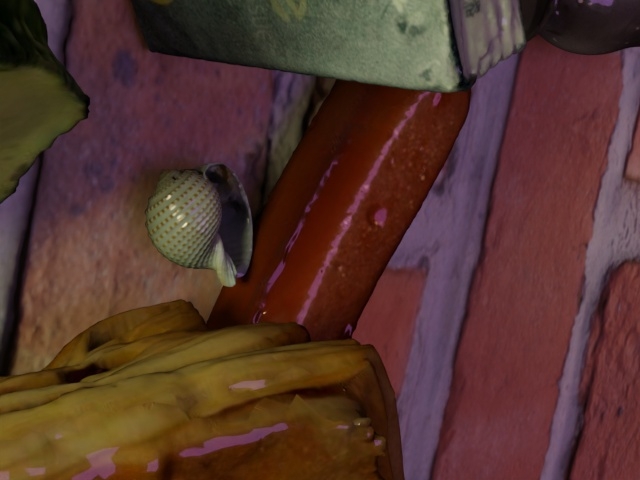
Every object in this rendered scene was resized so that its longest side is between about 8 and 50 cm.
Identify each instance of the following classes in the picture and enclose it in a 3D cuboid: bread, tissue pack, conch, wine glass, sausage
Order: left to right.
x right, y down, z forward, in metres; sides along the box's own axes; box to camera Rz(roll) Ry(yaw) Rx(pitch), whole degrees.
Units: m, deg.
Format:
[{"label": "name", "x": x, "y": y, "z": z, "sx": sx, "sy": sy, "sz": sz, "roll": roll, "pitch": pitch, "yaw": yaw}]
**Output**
[{"label": "bread", "x": -0.135, "y": 0.198, "z": 0.805, "sx": 0.370, "sy": 0.191, "sz": 0.314, "roll": -15, "pitch": 119, "yaw": -26}, {"label": "conch", "x": -0.081, "y": -0.013, "z": 0.893, "sx": 0.076, "sy": 0.056, "sz": 0.085, "roll": -50, "pitch": 135, "yaw": -46}, {"label": "tissue pack", "x": -0.016, "y": -0.189, "z": 0.760, "sx": 0.081, "sy": 0.257, "sz": 0.185, "roll": -39, "pitch": 127, "yaw": -35}, {"label": "sausage", "x": 0.000, "y": 0.000, "z": 0.953, "sx": 0.102, "sy": 0.102, "sz": 0.330, "roll": 37, "pitch": 76, "yaw": -46}, {"label": "wine glass", "x": 0.215, "y": -0.204, "z": 1.116, "sx": 0.222, "sy": 0.103, "sz": 0.103, "roll": -7, "pitch": 107, "yaw": -45}]

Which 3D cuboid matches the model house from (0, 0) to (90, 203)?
[{"label": "model house", "x": -0.231, "y": -0.102, "z": 0.594, "sx": 0.195, "sy": 0.214, "sz": 0.189, "roll": -22, "pitch": 80, "yaw": -39}]
